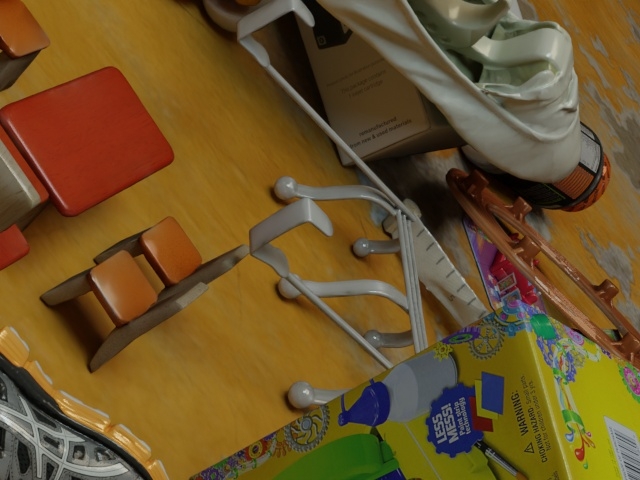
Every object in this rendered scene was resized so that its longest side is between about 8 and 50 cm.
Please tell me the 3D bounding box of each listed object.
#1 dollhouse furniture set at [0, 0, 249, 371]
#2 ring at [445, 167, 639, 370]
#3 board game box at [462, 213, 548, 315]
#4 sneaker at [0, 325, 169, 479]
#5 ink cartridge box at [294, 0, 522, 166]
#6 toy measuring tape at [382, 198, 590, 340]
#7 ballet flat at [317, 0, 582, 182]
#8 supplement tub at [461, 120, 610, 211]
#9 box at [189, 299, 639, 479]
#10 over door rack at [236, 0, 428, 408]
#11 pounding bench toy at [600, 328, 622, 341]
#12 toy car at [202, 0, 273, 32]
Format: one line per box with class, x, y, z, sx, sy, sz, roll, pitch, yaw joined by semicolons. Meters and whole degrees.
dollhouse furniture set;-0.173;-0.052;0.859;0.262;0.135;0.259;56;28;-4
ring;0.262;0.036;1.429;0.336;0.032;0.336;41;12;-11
board game box;0.223;0.033;1.510;0.133;0.033;0.168;22;45;-47
sneaker;-0.170;0.123;0.762;0.215;0.084;0.083;44;44;-17
ink cartridge box;0.086;-0.248;1.381;0.223;0.129;0.307;-13;84;-48
toy measuring tape;0.190;0.092;1.335;0.330;0.121;0.121;52;27;13
ballet flat;0.143;-0.179;1.219;0.400;0.139;0.139;35;35;-31
supplement tub;0.263;-0.109;1.628;0.190;0.117;0.117;28;40;-44
box;0.089;0.243;0.829;0.177;0.279;0.290;29;39;-43
over door rack;0.000;0.000;1.082;0.324;0.108;0.239;58;19;-48
pounding bench toy;0.313;0.137;1.515;0.083;0.065;0.052;7;55;-55
toy car;-0.093;-0.293;1.250;0.136;0.159;0.182;9;45;-7
